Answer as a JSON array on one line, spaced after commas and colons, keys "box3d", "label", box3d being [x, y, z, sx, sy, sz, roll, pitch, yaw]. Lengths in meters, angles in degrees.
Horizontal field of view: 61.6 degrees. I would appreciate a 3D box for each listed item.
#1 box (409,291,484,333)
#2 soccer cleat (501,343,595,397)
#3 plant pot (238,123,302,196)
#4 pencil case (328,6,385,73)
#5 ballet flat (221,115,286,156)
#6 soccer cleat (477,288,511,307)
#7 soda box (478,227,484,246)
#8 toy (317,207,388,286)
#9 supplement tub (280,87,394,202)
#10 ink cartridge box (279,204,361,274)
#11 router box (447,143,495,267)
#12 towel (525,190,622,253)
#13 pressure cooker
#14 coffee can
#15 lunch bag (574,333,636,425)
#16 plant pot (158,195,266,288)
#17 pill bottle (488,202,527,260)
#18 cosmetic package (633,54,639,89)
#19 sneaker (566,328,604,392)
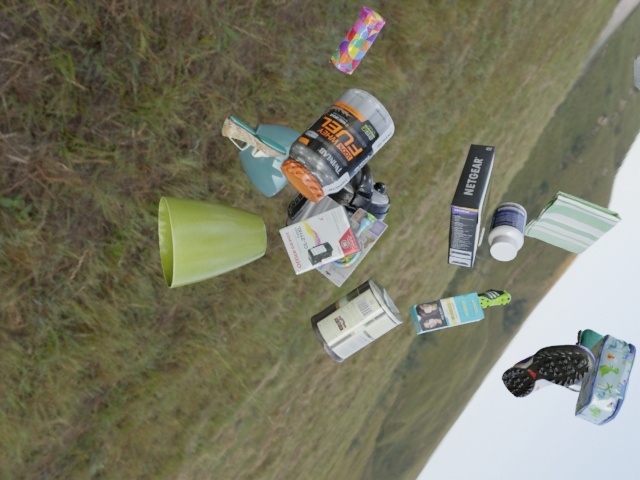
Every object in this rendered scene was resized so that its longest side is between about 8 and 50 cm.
[{"box3d": [0.454, 0.260, 1.932, 0.245, 0.100, 0.060, -11, 163, -11], "label": "box"}, {"box3d": [0.599, 0.322, 1.390, 0.117, 0.108, 0.318, -26, 163, -27], "label": "soccer cleat"}, {"box3d": [-0.205, -0.344, 2.113, 0.290, 0.195, 0.290, -43, -156, 25], "label": "plant pot"}, {"box3d": [0.127, -0.709, 1.910, 0.236, 0.104, 0.104, -49, 172, 33], "label": "pencil case"}, {"box3d": [-0.194, -0.280, 1.535, 0.067, 0.206, 0.073, -52, -150, 16], "label": "ballet flat"}, {"box3d": [0.659, 0.225, 2.115, 0.072, 0.179, 0.060, -109, -159, -55], "label": "soccer cleat"}, {"box3d": [0.549, -0.017, 1.952, 0.058, 0.061, 0.181, -46, 178, 29], "label": "soda box"}, {"box3d": [0.080, 0.008, 1.637, 0.237, 0.137, 0.056, -49, 137, -4], "label": "toy"}, {"box3d": [0.048, -0.289, 1.662, 0.338, 0.207, 0.207, -47, 168, -8], "label": "supplement tub"}, {"box3d": [0.000, 0.000, 1.381, 0.175, 0.127, 0.072, -22, 178, 8], "label": "ink cartridge box"}, {"box3d": [0.467, -0.109, 1.655, 0.242, 0.081, 0.308, 79, 29, -44], "label": "router box"}, {"box3d": [0.931, -0.056, 2.005, 0.324, 0.248, 0.038, 94, 19, -66], "label": "towel"}, {"box3d": [0.090, -0.145, 2.281, 0.376, 0.370, 0.420, -6, 134, -53], "label": "pressure cooker"}, {"box3d": [0.133, 0.292, 1.986, 0.276, 0.201, 0.201, -35, 172, 11], "label": "coffee can"}, {"box3d": [0.748, 0.370, 1.418, 0.218, 0.090, 0.176, -60, 160, -26], "label": "lunch bag"}, {"box3d": [-0.325, -0.004, 1.644, 0.294, 0.274, 0.274, -4, 144, -24], "label": "plant pot"}, {"box3d": [0.526, -0.023, 1.514, 0.169, 0.094, 0.094, -61, 178, -43], "label": "pill bottle"}, {"box3d": [0.727, -0.341, 0.993, 0.231, 0.117, 0.085, -29, 139, 10], "label": "cosmetic package"}, {"box3d": [0.896, 0.393, 1.813, 0.296, 0.124, 0.178, -10, 124, -54], "label": "sneaker"}]
